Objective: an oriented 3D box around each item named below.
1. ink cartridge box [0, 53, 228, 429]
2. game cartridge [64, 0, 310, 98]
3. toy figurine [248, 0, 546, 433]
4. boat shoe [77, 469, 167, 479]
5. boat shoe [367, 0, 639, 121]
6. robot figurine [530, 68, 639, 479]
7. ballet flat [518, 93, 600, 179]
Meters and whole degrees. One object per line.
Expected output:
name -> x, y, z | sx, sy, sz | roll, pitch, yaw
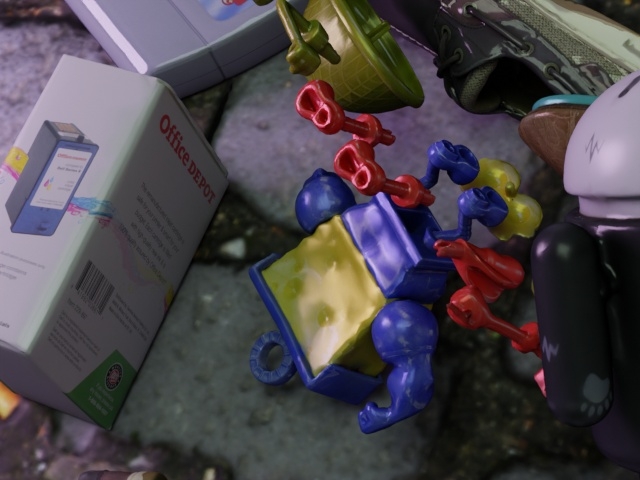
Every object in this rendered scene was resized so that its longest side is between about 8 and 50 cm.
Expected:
ink cartridge box -> -0.163, 0.001, 1.144 | 0.093, 0.154, 0.212 | 18, 71, 23
game cartridge -> -0.058, -0.245, 1.301 | 0.297, 0.062, 0.198 | -37, 57, -6
toy figurine -> 0.000, 0.000, 1.091 | 0.217, 0.191, 0.362 | -46, 56, 25
boat shoe -> -0.160, 0.253, 1.067 | 0.073, 0.080, 0.223 | 5, 60, 22
boat shoe -> 0.128, -0.134, 1.172 | 0.285, 0.103, 0.092 | 29, 70, 18
robot figurine -> 0.228, 0.032, 0.927 | 0.173, 0.209, 0.278 | -6, 98, 21
ballet flat -> 0.295, -0.014, 1.050 | 0.342, 0.116, 0.124 | 7, 80, -2
